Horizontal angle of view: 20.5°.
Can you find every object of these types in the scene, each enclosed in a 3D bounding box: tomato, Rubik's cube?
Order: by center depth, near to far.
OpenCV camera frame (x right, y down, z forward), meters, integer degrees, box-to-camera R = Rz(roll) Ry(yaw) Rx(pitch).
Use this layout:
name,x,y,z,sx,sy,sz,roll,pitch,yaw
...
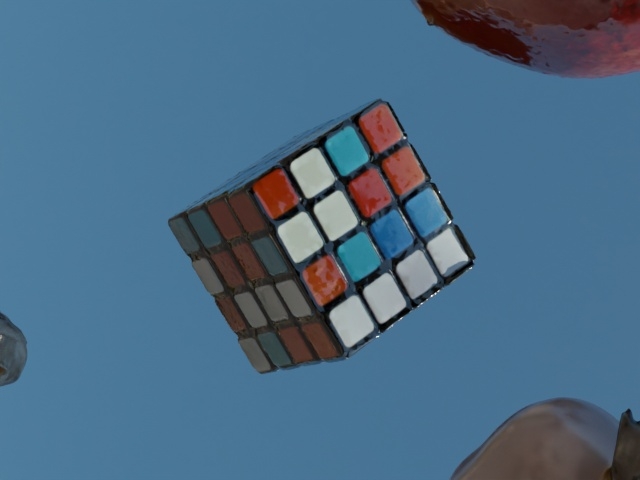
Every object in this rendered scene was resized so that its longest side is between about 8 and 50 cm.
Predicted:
name,x,y,z,sx,sy,sz,roll,pitch,yaw
tomato,0.213,-0.197,1.116,0.170,0.309,0.309,50,-56,20
Rubik's cube,0.000,0.000,1.409,0.155,0.154,0.151,60,-30,-6

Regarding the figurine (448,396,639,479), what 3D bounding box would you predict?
name,x,y,z,sx,sy,sz,roll,pitch,yaw
figurine,0.106,0.153,0.800,0.112,0.137,0.229,24,-53,31

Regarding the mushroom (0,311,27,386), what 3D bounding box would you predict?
name,x,y,z,sx,sy,sz,roll,pitch,yaw
mushroom,-0.149,0.040,0.682,0.019,0.101,0.049,28,-81,35
